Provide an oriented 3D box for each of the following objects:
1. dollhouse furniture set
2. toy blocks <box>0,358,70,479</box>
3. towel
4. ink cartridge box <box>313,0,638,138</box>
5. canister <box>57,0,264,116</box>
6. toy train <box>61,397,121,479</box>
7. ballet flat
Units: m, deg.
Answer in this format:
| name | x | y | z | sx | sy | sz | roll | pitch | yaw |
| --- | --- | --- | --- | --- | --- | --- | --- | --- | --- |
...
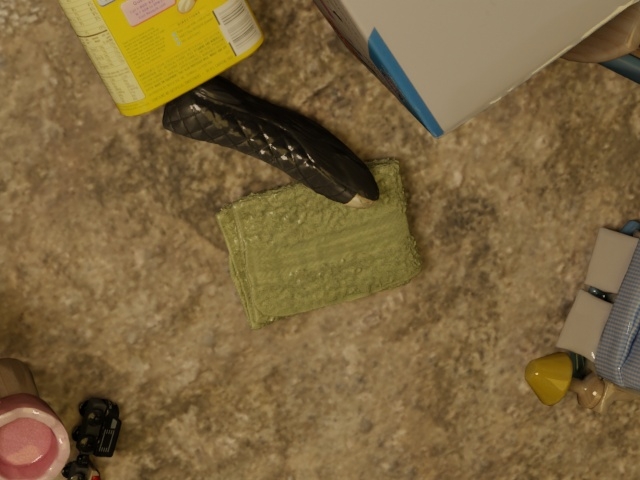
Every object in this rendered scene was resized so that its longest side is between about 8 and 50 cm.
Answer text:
| name | x | y | z | sx | sy | sz | roll | pitch | yaw |
| --- | --- | --- | --- | --- | --- | --- | --- | --- | --- |
| dollhouse furniture set | 0.249 | -0.004 | 1.309 | 0.198 | 0.286 | 0.303 | 21 | 91 | -22 |
| toy blocks | -0.355 | 0.120 | 1.191 | 0.288 | 0.260 | 0.309 | -34 | 115 | -2 |
| towel | 0.000 | 0.000 | 1.380 | 0.148 | 0.027 | 0.110 | -17 | 112 | -9 |
| ink cartridge box | 0.068 | -0.210 | 1.211 | 0.168 | 0.232 | 0.171 | -36 | 115 | 1 |
| canister | -0.127 | -0.186 | 1.251 | 0.126 | 0.073 | 0.170 | -29 | 116 | -4 |
| toy train | -0.184 | 0.195 | 1.398 | 0.036 | 0.027 | 0.158 | 9 | 106 | -30 |
| ballet flat | -0.034 | -0.069 | 1.331 | 0.173 | 0.057 | 0.049 | 29 | 121 | -11 |
